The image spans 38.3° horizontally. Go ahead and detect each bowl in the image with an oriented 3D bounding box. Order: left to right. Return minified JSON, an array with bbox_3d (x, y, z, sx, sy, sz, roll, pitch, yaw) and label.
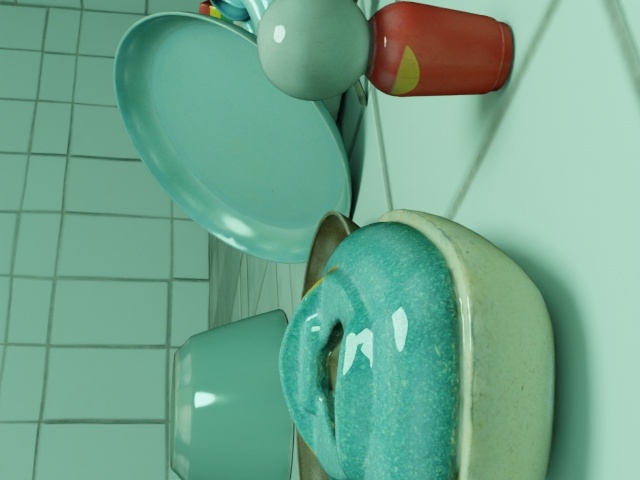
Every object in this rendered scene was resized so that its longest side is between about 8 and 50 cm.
[{"bbox_3d":[-0.142,0.258,1.392,0.311,0.163,0.311,-179,90,-80],"label":"bowl"}]

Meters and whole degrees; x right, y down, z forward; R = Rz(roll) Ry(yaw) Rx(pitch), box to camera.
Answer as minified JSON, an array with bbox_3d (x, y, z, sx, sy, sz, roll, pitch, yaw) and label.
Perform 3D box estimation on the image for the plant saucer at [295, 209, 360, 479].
[{"bbox_3d":[0.024,0.128,0.836,0.310,0.050,0.310,-179,90,-79],"label":"plant saucer"}]

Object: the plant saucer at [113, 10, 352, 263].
[{"bbox_3d":[-0.091,-0.111,1.002,0.043,0.318,0.317,-47,-16,-34],"label":"plant saucer"}]

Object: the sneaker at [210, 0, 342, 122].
[{"bbox_3d":[-0.046,-0.306,1.022,0.135,0.150,0.365,158,114,-77],"label":"sneaker"}]

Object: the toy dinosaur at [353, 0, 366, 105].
[{"bbox_3d":[0.029,-0.274,0.874,0.118,0.064,0.268,-114,24,-53],"label":"toy dinosaur"}]

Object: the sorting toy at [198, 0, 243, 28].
[{"bbox_3d":[-0.095,-0.345,1.226,0.257,0.090,0.255,-60,-20,-64],"label":"sorting toy"}]

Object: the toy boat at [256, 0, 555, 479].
[{"bbox_3d":[0.033,0.012,0.542,0.267,0.148,0.318,165,107,-79],"label":"toy boat"}]
